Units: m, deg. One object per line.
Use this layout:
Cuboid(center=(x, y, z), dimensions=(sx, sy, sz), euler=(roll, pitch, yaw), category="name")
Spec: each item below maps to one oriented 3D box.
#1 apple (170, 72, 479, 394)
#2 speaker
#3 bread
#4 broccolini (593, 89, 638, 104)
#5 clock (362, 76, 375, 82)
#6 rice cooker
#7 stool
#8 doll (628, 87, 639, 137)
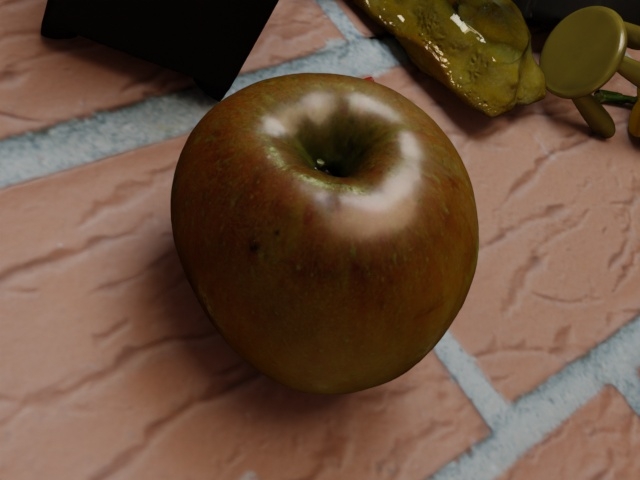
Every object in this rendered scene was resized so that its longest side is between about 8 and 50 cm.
Cuboid(center=(0.000, 0.000, 0.742), dimensions=(0.237, 0.207, 0.237), euler=(4, 53, -5), category="apple")
Cuboid(center=(-0.108, -0.291, 0.866), dimensions=(0.184, 0.254, 0.232), euler=(18, 48, -18), category="speaker")
Cuboid(center=(0.153, -0.237, 1.102), dimensions=(0.160, 0.088, 0.233), euler=(-30, 73, -40), category="bread")
Cuboid(center=(0.400, -0.177, 1.242), dimensions=(0.140, 0.035, 0.030), euler=(4, 51, -27), category="broccolini")
Cuboid(center=(0.060, -0.057, 0.903), dimensions=(0.061, 0.113, 0.155), euler=(-23, 64, 2), category="clock")
Cuboid(center=(0.312, -0.306, 1.212), dimensions=(0.203, 0.118, 0.142), euler=(10, 16, -26), category="rice cooker")
Cuboid(center=(0.325, -0.195, 1.146), dimensions=(0.110, 0.134, 0.135), euler=(21, 1, -40), category="stool")
Cuboid(center=(0.531, -0.139, 1.217), dimensions=(0.314, 0.141, 0.177), euler=(12, 94, -11), category="doll")
